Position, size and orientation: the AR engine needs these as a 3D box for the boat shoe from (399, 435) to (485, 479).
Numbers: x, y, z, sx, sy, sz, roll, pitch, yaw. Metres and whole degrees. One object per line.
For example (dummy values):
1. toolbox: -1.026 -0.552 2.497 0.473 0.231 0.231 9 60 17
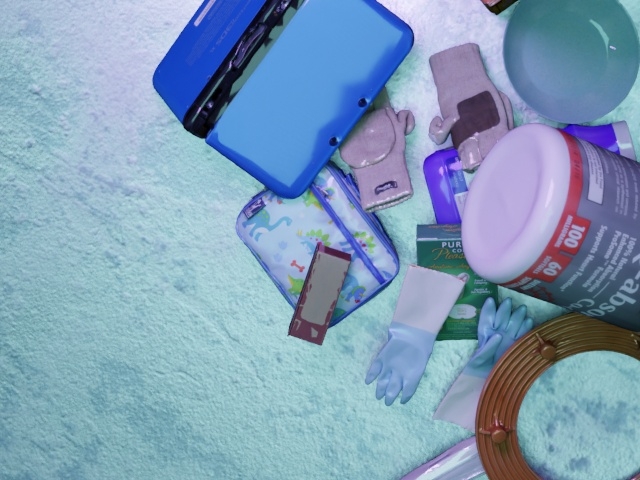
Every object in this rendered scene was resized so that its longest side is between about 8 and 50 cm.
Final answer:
1. boat shoe: 0.170 0.352 1.923 0.184 0.066 0.063 -33 91 1

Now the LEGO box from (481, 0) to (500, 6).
1. LEGO box: 0.176 -0.476 1.582 0.193 0.500 0.372 -34 93 12

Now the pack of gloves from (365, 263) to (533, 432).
1. pack of gloves: 0.178 0.164 1.849 0.195 0.046 0.232 16 117 -7

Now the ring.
1. ring: 0.383 0.258 1.853 0.336 0.032 0.337 -1 107 -4

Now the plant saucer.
1. plant saucer: 0.336 -0.254 1.808 0.194 0.037 0.195 0 89 -7

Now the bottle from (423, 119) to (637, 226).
1. bottle: 0.287 -0.097 1.824 0.282 0.092 0.118 -15 100 9

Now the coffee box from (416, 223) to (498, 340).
1. coffee box: 0.191 0.059 1.846 0.113 0.040 0.184 -2 126 8

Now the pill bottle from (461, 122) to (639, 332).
1. pill bottle: 0.382 0.001 1.712 0.362 0.210 0.210 18 101 -22

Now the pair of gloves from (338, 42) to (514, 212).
1. pair of gloves: 0.143 -0.151 1.815 0.240 0.042 0.204 -25 54 6

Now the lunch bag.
1. lunch bag: 0.000 0.000 1.881 0.176 0.090 0.219 -34 93 8

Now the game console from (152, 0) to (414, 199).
1. game console: -0.059 -0.252 1.840 0.173 0.250 0.293 30 103 -38

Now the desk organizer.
1. desk organizer: -0.001 0.074 1.824 0.050 0.047 0.130 18 103 -2
